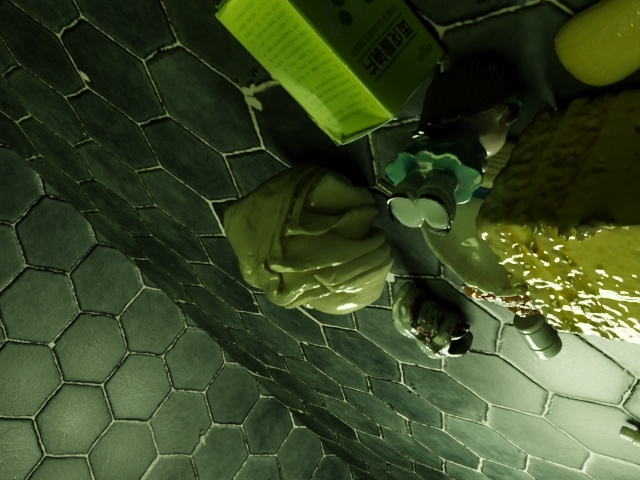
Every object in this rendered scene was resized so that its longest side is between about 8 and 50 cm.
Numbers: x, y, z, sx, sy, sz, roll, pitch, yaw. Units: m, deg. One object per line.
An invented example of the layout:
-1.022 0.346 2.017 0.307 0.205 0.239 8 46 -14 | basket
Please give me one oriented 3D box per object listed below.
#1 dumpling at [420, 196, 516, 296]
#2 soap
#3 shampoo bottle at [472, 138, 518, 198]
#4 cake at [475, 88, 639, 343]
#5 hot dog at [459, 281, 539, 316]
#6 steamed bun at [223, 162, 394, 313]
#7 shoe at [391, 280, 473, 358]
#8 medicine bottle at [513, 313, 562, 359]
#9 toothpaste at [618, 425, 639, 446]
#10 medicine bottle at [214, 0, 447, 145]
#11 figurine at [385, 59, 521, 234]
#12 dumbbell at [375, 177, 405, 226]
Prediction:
0.239 -0.001 0.946 0.216 0.166 0.126 52 152 -15 | dumpling
0.314 -0.213 0.650 0.089 0.033 0.168 40 154 -14 | soap
0.222 -0.104 0.902 0.183 0.050 0.087 18 108 33 | shampoo bottle
0.364 -0.026 0.689 0.286 0.227 0.222 2 143 52 | cake
0.320 0.089 1.058 0.191 0.059 0.108 18 160 -32 | hot dog
0.002 -0.001 1.152 0.203 0.276 0.289 -34 84 51 | steamed bun
0.240 0.179 1.322 0.125 0.099 0.227 13 153 53 | shoe
0.396 0.168 1.168 0.058 0.058 0.091 0 137 50 | medicine bottle
0.693 0.419 1.272 0.190 0.031 0.048 21 148 21 | toothpaste
0.015 -0.263 0.809 0.250 0.137 0.141 45 153 -16 | medicine bottle
0.151 -0.120 0.771 0.138 0.245 0.110 5 140 36 | figurine
0.199 -0.024 1.056 0.254 0.081 0.081 35 154 1 | dumbbell
